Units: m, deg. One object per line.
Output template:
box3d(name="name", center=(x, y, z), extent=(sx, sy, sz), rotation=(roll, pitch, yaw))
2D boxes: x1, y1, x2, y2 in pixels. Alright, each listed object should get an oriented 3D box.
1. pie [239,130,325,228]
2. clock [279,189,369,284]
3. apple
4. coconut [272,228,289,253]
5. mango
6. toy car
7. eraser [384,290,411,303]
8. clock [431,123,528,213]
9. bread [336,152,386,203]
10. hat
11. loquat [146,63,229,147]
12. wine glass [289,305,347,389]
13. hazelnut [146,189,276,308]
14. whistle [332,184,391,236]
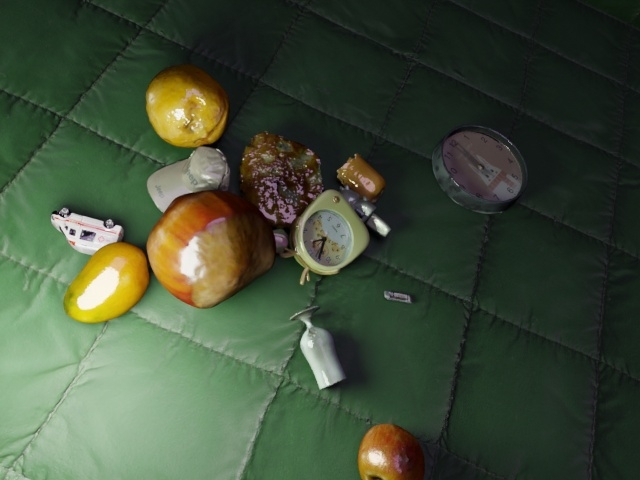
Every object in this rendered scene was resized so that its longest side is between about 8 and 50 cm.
box3d(name="pie", center=(-0.133, -0.200, 1.823), extent=(0.289, 0.103, 0.354), rotation=(-3, 72, -17))
box3d(name="clock", center=(0.000, 0.000, 1.725), extent=(0.308, 0.096, 0.235), rotation=(-43, 104, -29))
box3d(name="apple", center=(0.201, 0.606, 1.482), extent=(0.195, 0.160, 0.173), rotation=(46, 39, 3))
box3d(name="coconut", center=(-0.140, 0.001, 1.733), extent=(0.083, 0.082, 0.081), rotation=(14, 80, 39))
box3d(name="mango", center=(-0.584, 0.125, 1.503), extent=(0.176, 0.139, 0.254), rotation=(36, 77, -12))
box3d(name="toy car", center=(-0.693, -0.017, 1.580), extent=(0.210, 0.089, 0.108), rotation=(16, 68, -11))
box3d(name="eraser", center=(0.256, 0.189, 1.778), extent=(0.100, 0.019, 0.027), rotation=(10, 47, -10))
box3d(name="clock", center=(0.626, -0.286, 2.096), extent=(0.387, 0.076, 0.385), rotation=(7, 62, -13))
box3d(name="bread", center=(0.152, -0.217, 1.922), extent=(0.173, 0.085, 0.134), rotation=(43, 61, 9))
box3d(name="hat", center=(-0.421, -0.201, 1.731), extent=(0.245, 0.149, 0.214), rotation=(-23, 71, -36))
box3d(name="loquat", center=(-0.437, -0.451, 1.781), extent=(0.276, 0.276, 0.283), rotation=(0, 56, -16))
box3d(name="wine glass", center=(-0.004, 0.318, 1.590), extent=(0.103, 0.103, 0.230), rotation=(-17, 71, -23))
box3d(name="hazelnut", center=(-0.313, 0.008, 1.554), extent=(0.366, 0.365, 0.365), rotation=(7, 62, -12))
box3d(name="whistle", center=(0.137, -0.099, 1.850), extent=(0.244, 0.092, 0.110), rotation=(36, 103, 9))
